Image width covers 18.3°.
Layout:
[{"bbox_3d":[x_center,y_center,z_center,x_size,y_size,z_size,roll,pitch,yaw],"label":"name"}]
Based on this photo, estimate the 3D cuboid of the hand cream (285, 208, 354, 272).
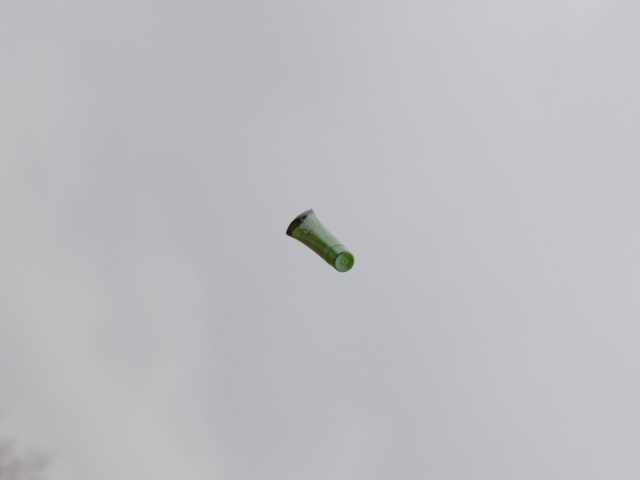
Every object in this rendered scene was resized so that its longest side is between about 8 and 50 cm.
[{"bbox_3d":[0.000,0.000,1.914,0.023,0.036,0.122,45,-2,-31],"label":"hand cream"}]
